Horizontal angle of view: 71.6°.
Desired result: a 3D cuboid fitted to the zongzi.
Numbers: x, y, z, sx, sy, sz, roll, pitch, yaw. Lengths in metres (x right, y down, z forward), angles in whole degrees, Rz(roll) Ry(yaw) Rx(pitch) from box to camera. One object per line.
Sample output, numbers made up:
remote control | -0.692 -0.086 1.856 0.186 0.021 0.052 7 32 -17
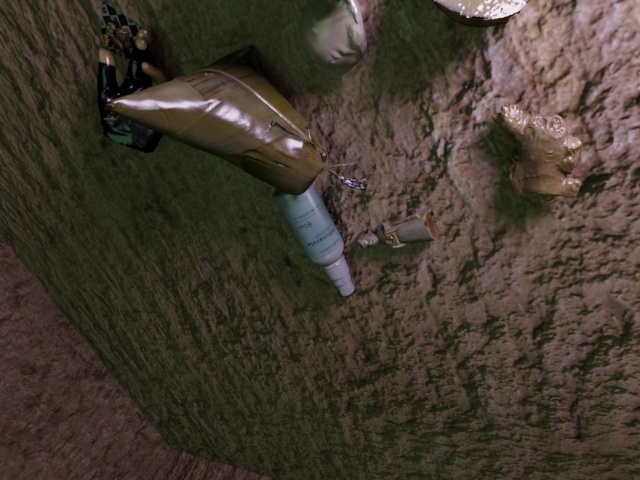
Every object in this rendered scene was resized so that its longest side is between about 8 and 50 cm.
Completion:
zongzi | -0.146 -0.182 0.932 0.447 0.418 0.181 45 130 -1

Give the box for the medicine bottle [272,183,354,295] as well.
medicine bottle | 0.000 0.000 1.185 0.110 0.110 0.352 -12 118 36

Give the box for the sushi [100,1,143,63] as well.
sushi | -0.518 -0.519 1.134 0.126 0.026 0.120 35 133 1

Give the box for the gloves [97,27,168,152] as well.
gloves | -0.474 -0.382 1.133 0.197 0.152 0.301 19 129 -12

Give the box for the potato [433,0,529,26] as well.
potato | 0.246 -0.421 0.716 0.202 0.117 0.182 30 92 8

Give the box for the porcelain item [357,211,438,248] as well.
porcelain item | 0.182 -0.014 1.111 0.213 0.054 0.084 -13 115 37

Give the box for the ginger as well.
ginger | 0.418 -0.172 0.843 0.137 0.074 0.213 -9 113 35

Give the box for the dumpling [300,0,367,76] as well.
dumpling | 0.031 -0.401 0.859 0.136 0.118 0.199 31 155 7
